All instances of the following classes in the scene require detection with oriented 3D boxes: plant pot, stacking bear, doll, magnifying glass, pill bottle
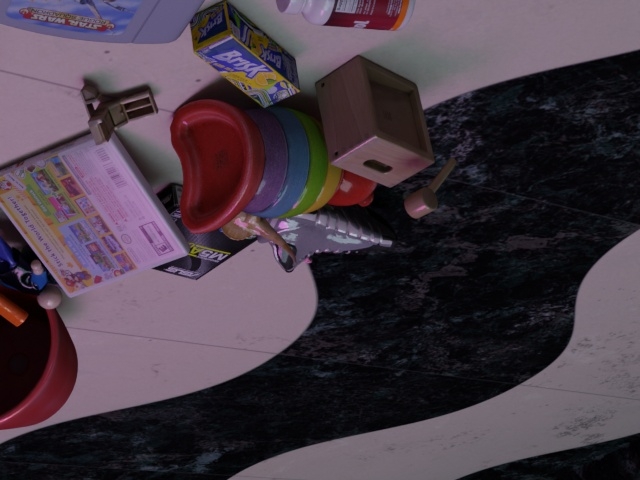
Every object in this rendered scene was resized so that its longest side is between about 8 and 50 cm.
[{"bbox_3d":[-0.515,0.185,2.197,0.274,0.275,0.243,-13,164,4],"label":"plant pot"},{"bbox_3d":[-0.038,-0.104,1.892,0.289,0.175,0.164,1,167,-44],"label":"stacking bear"},{"bbox_3d":[-0.451,0.037,2.023,0.129,0.046,0.189,-9,131,43],"label":"doll"},{"bbox_3d":[-0.530,0.049,2.030,0.231,0.026,0.092,42,128,-18],"label":"magnifying glass"},{"bbox_3d":[0.028,-0.292,1.607,0.152,0.086,0.086,1,151,-21],"label":"pill bottle"}]

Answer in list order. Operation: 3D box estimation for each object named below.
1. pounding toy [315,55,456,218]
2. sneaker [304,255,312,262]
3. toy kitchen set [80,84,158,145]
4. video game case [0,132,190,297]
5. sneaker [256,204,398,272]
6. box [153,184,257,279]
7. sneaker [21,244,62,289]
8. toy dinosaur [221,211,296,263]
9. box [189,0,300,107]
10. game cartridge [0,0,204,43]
[{"bbox_3d":[0.094,-0.114,1.849,0.094,0.206,0.181,-29,148,34],"label":"pounding toy"},{"bbox_3d":[-0.055,0.009,2.230,0.057,0.047,0.119,-7,155,19],"label":"sneaker"},{"bbox_3d":[-0.260,-0.174,1.763,0.075,0.083,0.068,-15,112,9],"label":"toy kitchen set"},{"bbox_3d":[-0.327,-0.036,1.940,0.206,0.026,0.227,-20,123,18],"label":"video game case"},{"bbox_3d":[0.000,0.000,2.144,0.228,0.086,0.132,18,120,-28],"label":"sneaker"},{"bbox_3d":[-0.210,-0.009,2.129,0.190,0.045,0.184,18,140,-43],"label":"box"},{"bbox_3d":[-0.357,0.005,2.040,0.125,0.104,0.262,14,144,-37],"label":"sneaker"},{"bbox_3d":[-0.103,-0.039,2.041,0.183,0.093,0.053,27,176,-7],"label":"toy dinosaur"},{"bbox_3d":[-0.094,-0.231,1.720,0.059,0.054,0.169,-22,151,22],"label":"box"},{"bbox_3d":[-0.262,-0.300,1.525,0.297,0.062,0.198,6,145,-29],"label":"game cartridge"}]
